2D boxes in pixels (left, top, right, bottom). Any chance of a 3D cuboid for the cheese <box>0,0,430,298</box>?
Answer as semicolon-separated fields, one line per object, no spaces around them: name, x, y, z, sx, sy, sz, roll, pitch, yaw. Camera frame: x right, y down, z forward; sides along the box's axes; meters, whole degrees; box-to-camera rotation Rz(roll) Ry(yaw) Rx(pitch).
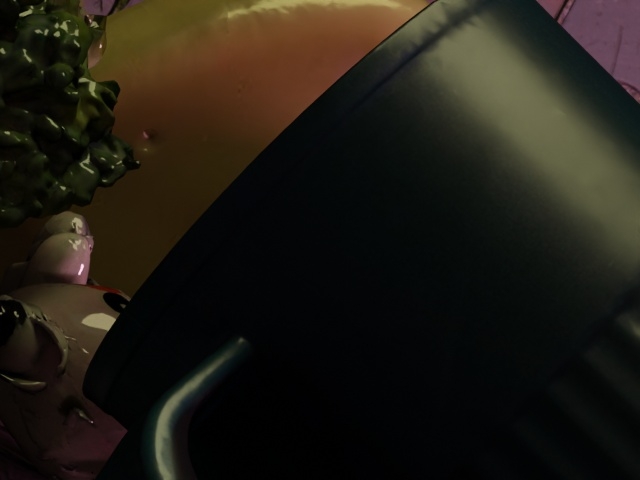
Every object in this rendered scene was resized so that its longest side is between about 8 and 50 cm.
cheese;-0.071;-0.022;1.137;0.316;0.259;0.128;-13;6;-23

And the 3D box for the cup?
cup;0.087;0.080;0.736;0.292;0.242;0.308;45;9;6

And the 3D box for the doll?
doll;-0.113;0.061;0.925;0.149;0.095;0.192;53;-2;-17

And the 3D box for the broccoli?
broccoli;-0.203;-0.095;0.944;0.248;0.288;0.245;-8;-36;12
